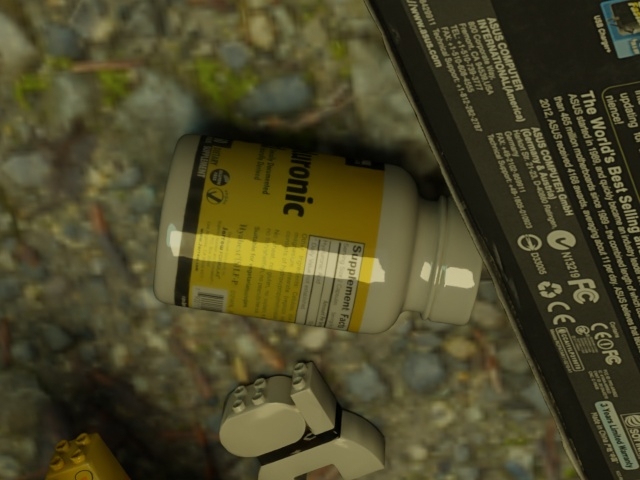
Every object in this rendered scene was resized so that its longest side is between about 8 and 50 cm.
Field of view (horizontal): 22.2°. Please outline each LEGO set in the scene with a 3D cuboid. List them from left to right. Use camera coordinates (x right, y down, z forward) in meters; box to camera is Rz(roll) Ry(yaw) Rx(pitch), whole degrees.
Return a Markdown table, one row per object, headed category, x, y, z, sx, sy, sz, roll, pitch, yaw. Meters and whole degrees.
| category | x | y | z | sx | sy | sz | roll | pitch | yaw |
| --- | --- | --- | --- | --- | --- | --- | --- | --- | --- |
| LEGO set | -0.096 | 0.112 | 0.673 | 0.227 | 0.087 | 0.093 | -22 | 119 | 16 |

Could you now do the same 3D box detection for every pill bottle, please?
| category | x | y | z | sx | sy | sz | roll | pitch | yaw |
| --- | --- | --- | --- | --- | --- | --- | --- | --- | --- |
| pill bottle | 0.000 | 0.000 | 0.604 | 0.116 | 0.065 | 0.065 | 9 | 124 | -2 |

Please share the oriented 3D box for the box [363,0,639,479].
| category | x | y | z | sx | sy | sz | roll | pitch | yaw |
| --- | --- | --- | --- | --- | --- | --- | --- | --- | --- |
| box | 0.188 | -0.066 | 0.473 | 0.318 | 0.097 | 0.395 | -11 | 132 | 22 |
